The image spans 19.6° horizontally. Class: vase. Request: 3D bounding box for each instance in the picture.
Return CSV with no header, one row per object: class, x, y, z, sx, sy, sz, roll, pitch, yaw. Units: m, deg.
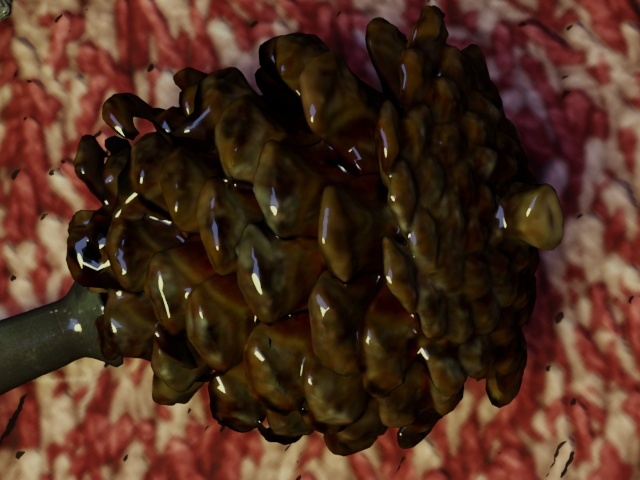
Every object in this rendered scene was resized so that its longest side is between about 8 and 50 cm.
vase,-0.197,0.071,1.022,0.183,0.120,0.120,-22,78,-13

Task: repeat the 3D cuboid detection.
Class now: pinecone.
pinecone,0.000,0.000,0.955,0.272,0.224,0.224,-11,78,30

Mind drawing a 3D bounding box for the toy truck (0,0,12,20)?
toy truck,-0.214,-0.167,1.091,0.039,0.044,0.083,-24,78,6
